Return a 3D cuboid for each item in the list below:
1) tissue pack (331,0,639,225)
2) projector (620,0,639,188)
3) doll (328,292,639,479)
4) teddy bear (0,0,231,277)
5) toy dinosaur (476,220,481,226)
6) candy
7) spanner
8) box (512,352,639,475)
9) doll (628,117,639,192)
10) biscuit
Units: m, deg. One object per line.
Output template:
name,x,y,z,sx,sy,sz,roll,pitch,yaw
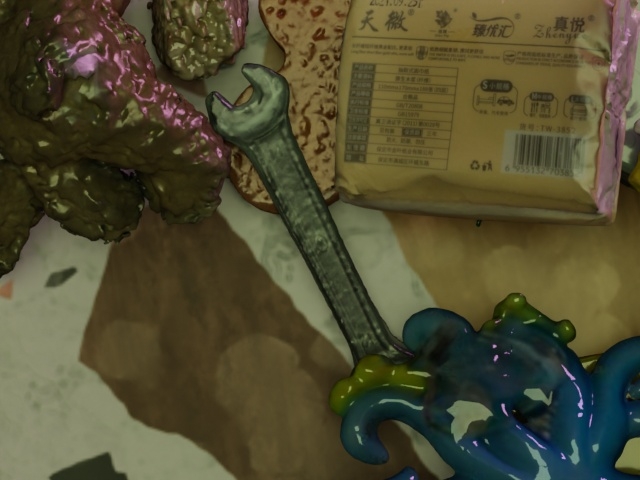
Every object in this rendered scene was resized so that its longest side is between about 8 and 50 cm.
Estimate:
tissue pack,0.121,-0.109,1.407,0.222,0.090,0.186,4,85,25
projector,0.324,-0.111,1.475,0.256,0.099,0.192,25,88,3
doll,0.170,0.194,1.426,0.346,0.099,0.341,-30,74,-13
teddy bear,-0.225,-0.092,1.440,0.256,0.156,0.267,-32,82,38
toy dinosaur,0.147,-0.068,1.492,0.029,0.060,0.120,29,85,7
candy,-0.097,-0.178,1.485,0.085,0.110,0.095,-12,102,-1
spanner,0.000,0.000,1.477,0.071,0.017,0.302,-28,100,0
box,0.227,0.230,1.480,0.153,0.041,0.279,-12,86,0
doll,0.303,-0.084,1.393,0.106,0.062,0.162,43,87,-1
biscuit,0.046,-0.154,1.506,0.205,0.049,0.324,38,87,4
